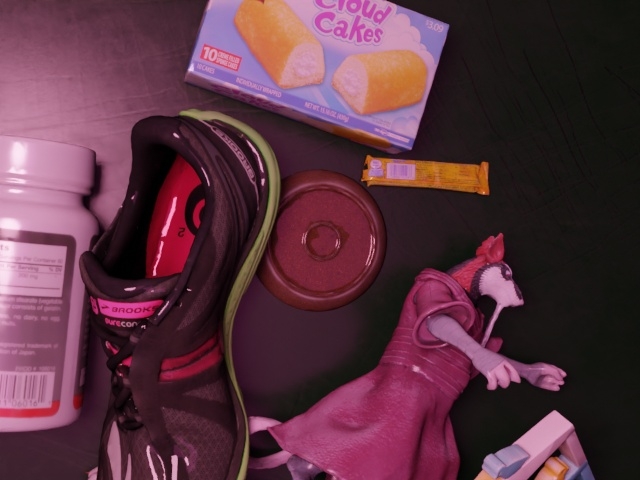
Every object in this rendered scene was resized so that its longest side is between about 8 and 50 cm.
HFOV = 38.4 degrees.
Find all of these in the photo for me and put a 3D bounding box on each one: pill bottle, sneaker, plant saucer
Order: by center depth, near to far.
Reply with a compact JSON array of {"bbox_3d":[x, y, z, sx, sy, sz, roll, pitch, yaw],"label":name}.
[{"bbox_3d":[-0.172,0.097,0.932,0.185,0.202,0.483,1,81,31],"label":"sneaker"},{"bbox_3d":[-0.313,0.041,0.943,0.161,0.161,0.283,6,89,-11],"label":"pill bottle"},{"bbox_3d":[0.000,0.000,1.073,0.168,0.029,0.169,0,90,-11],"label":"plant saucer"}]

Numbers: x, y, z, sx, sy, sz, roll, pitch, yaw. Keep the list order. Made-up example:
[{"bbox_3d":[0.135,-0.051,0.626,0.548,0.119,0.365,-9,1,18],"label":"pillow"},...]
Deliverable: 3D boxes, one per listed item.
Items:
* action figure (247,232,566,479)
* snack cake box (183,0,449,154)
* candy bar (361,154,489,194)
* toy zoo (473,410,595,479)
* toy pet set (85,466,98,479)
[{"bbox_3d":[0.114,0.152,1.053,0.275,0.248,0.370,17,72,29],"label":"action figure"},{"bbox_3d":[-0.006,-0.212,1.038,0.264,0.089,0.152,17,88,-11],"label":"snack cake box"},{"bbox_3d":[0.128,-0.079,1.103,0.161,0.018,0.040,3,87,-11],"label":"candy bar"},{"bbox_3d":[0.227,0.309,1.034,0.192,0.030,0.293,-42,136,-8],"label":"toy zoo"},{"bbox_3d":[-0.238,0.319,1.025,0.114,0.065,0.122,-42,104,-43],"label":"toy pet set"}]
